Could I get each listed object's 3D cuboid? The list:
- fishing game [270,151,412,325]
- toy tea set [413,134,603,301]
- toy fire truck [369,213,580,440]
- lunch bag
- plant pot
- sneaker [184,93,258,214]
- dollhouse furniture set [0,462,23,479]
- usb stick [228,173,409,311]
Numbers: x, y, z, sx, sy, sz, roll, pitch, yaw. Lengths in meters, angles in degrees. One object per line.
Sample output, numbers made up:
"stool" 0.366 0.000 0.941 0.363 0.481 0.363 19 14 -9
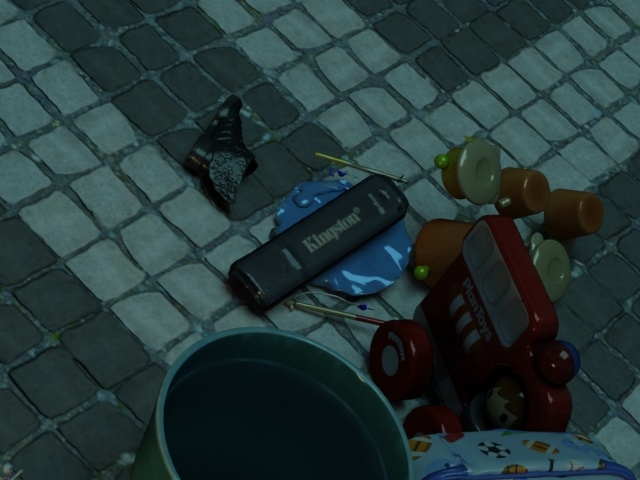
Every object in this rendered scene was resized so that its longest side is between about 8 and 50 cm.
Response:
"fishing game" 0.026 0.000 2.117 0.189 0.041 0.264 13 52 -9
"toy tea set" 0.246 -0.015 2.207 0.336 0.124 0.200 16 78 -42
"toy fire truck" 0.204 0.153 1.923 0.169 0.254 0.302 1 52 -29
"lunch bag" 0.203 0.335 1.781 0.303 0.243 0.115 4 19 -22
"plant pot" -0.081 0.270 1.654 0.271 0.255 0.272 16 47 -17
"sneaker" -0.119 -0.116 2.129 0.089 0.051 0.170 32 48 -1
"dollhouse furniture set" -0.333 0.283 1.623 0.091 0.081 0.114 39 44 7
"usb stick" 0.000 0.000 2.054 0.278 0.045 0.077 -33 71 -32
